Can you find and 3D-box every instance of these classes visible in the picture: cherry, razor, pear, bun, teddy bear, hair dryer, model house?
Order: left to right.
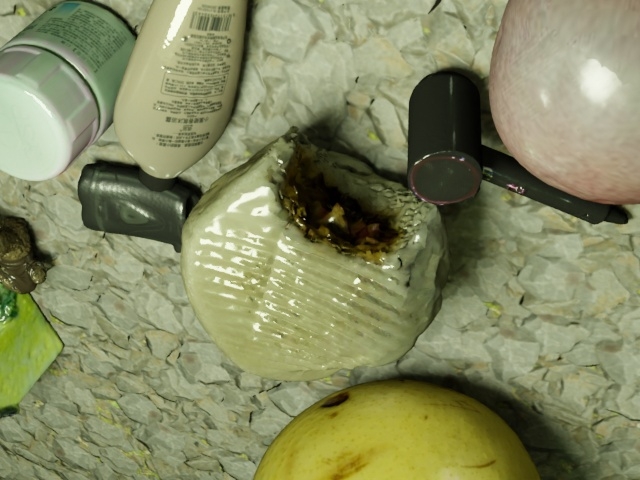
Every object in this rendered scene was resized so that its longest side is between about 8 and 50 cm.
[{"bbox_3d":[-0.515,0.168,1.332,0.194,0.211,0.170,-2,129,26],"label":"model house"},{"bbox_3d":[-0.408,0.009,1.248,0.119,0.078,0.160,31,158,20],"label":"teddy bear"},{"bbox_3d":[-0.213,-0.041,1.129,0.148,0.054,0.090,13,132,12],"label":"razor"},{"bbox_3d":[-0.003,0.013,0.989,0.282,0.205,0.281,4,119,8],"label":"bun"},{"bbox_3d":[0.092,0.330,1.126,0.348,0.348,0.348,12,132,14],"label":"pear"},{"bbox_3d":[0.197,-0.074,0.919,0.248,0.114,0.070,17,142,-17],"label":"hair dryer"},{"bbox_3d":[0.241,-0.122,0.763,0.239,0.206,0.239,4,130,4],"label":"cherry"}]

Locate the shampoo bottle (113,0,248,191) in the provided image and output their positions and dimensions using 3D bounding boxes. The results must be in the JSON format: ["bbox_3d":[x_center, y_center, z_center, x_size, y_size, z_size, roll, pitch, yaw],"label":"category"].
[{"bbox_3d":[-0.142,-0.155,0.970,0.078,0.127,0.256,55,138,36],"label":"shampoo bottle"}]

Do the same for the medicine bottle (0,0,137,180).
[{"bbox_3d":[-0.271,-0.155,0.980,0.135,0.168,0.135,11,132,13],"label":"medicine bottle"}]
